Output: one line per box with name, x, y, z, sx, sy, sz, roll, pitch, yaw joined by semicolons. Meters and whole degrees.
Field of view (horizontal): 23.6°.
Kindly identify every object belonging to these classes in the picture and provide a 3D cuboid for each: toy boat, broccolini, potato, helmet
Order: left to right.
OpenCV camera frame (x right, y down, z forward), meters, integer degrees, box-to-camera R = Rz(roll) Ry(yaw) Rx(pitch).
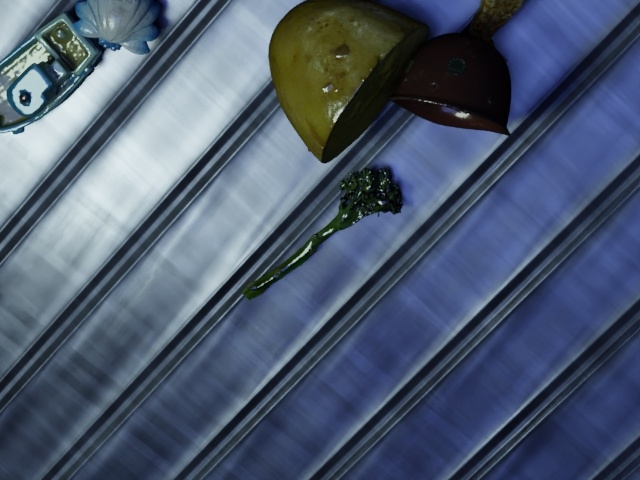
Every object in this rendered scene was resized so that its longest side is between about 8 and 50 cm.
toy boat;-0.367;-0.200;1.928;0.215;0.102;0.088;-38;95;17
broccolini;-0.004;-0.003;1.958;0.254;0.057;0.071;-39;54;13
potato;0.011;-0.215;1.844;0.158;0.178;0.203;36;120;13
helmet;0.166;-0.192;1.836;0.155;0.175;0.106;17;86;6

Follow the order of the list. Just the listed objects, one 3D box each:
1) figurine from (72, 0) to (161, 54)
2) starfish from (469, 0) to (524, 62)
figurine;-0.247;-0.291;1.906;0.114;0.079;0.114;1;77;-5
starfish;0.206;-0.379;1.794;0.327;0.094;0.375;7;118;3
